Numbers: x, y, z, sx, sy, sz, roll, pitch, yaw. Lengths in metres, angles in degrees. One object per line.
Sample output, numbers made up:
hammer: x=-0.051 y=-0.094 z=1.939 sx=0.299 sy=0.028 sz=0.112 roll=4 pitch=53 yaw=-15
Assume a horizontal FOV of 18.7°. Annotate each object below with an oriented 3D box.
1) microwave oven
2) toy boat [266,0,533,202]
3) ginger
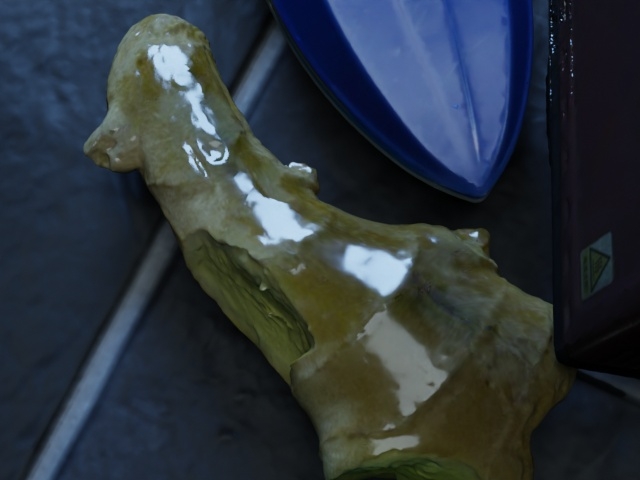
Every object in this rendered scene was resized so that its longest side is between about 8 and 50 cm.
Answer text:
microwave oven: x=0.207 y=-0.063 z=0.838 sx=0.178 sy=0.188 sz=0.247 roll=8 pitch=68 yaw=-17
toy boat: x=0.026 y=-0.147 z=0.924 sx=0.129 sy=0.088 sz=0.295 roll=-16 pitch=69 yaw=-8
ginger: x=0.000 y=0.000 z=0.886 sx=0.131 sy=0.086 sz=0.294 roll=-36 pitch=70 yaw=-9
